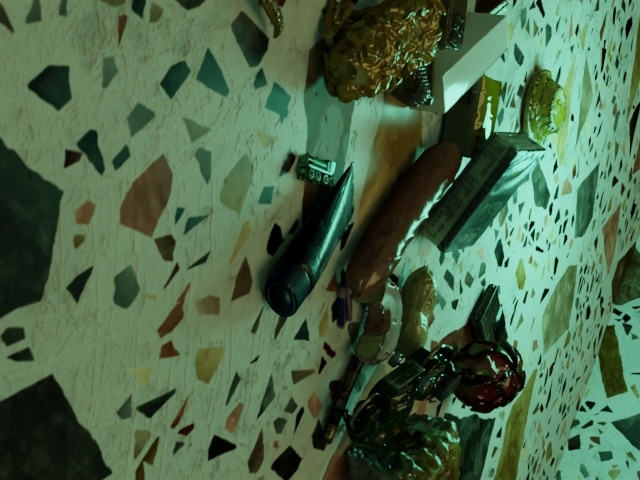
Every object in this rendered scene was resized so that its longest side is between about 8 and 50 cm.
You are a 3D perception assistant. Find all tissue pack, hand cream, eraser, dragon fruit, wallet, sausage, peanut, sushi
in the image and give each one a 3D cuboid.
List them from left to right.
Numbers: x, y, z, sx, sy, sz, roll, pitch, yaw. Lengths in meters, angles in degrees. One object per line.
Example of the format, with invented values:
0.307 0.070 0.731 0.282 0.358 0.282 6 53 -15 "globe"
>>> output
0.000 0.000 1.437 0.270 0.061 0.120 -55 155 -37 "hand cream"
0.043 0.280 1.650 0.025 0.028 0.198 92 21 -68 "sausage"
0.153 0.442 1.755 0.274 0.184 0.139 -34 124 -45 "sushi"
0.156 -0.053 1.658 0.433 0.087 0.088 -53 142 -37 "sausage"
0.185 0.140 1.790 0.082 0.082 0.187 33 72 -59 "peanut"
0.264 -0.343 1.734 0.298 0.078 0.076 -46 138 -42 "eraser"
0.306 -0.250 1.839 0.120 0.082 0.169 -3 103 -61 "tissue pack"
0.325 -0.101 1.831 0.185 0.081 0.257 -9 138 -58 "tissue pack"
0.380 0.312 2.110 0.182 0.188 0.182 -5 90 -90 "dragon fruit"
0.423 0.220 2.268 0.124 0.042 0.230 -57 143 -28 "wallet"

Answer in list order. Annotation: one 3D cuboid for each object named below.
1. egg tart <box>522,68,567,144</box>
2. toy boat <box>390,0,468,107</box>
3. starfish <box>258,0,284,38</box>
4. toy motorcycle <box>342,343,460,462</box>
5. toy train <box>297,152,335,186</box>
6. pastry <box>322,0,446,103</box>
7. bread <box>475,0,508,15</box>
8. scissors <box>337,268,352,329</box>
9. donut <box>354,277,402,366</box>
0.558 -0.328 2.256 0.191 0.074 0.191 -25 120 -52 "egg tart"
0.187 -0.386 1.547 0.089 0.121 0.321 -8 108 -53 "toy boat"
-0.075 -0.420 1.142 0.302 0.060 0.299 -3 110 -65 "starfish"
0.145 0.297 1.682 0.274 0.124 0.187 -30 145 -34 "toy motorcycle"
-0.005 -0.109 1.416 0.092 0.029 0.045 15 80 -59 "toy train"
0.092 -0.310 1.410 0.250 0.102 0.154 -34 128 -38 "pastry"
0.351 -0.483 1.849 0.043 0.062 0.109 11 88 -59 "bread"
0.041 0.100 1.592 0.039 0.012 0.113 -40 134 -47 "scissors"
0.106 0.139 1.657 0.117 0.065 0.166 1 96 -62 "donut"
